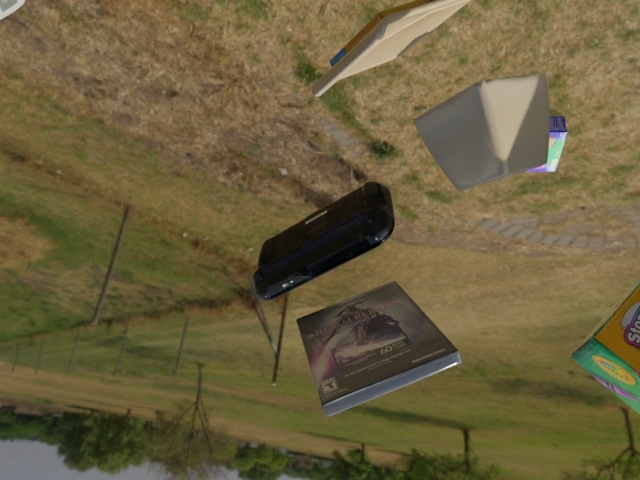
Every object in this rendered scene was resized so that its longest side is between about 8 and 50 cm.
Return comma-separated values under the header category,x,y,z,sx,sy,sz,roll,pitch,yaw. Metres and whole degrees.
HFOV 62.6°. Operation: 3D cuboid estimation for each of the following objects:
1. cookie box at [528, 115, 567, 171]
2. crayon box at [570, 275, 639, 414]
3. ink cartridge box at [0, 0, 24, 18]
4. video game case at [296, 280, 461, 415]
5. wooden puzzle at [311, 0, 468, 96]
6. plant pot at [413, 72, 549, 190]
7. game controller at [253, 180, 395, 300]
category,x,y,z,sx,sy,sz,roll,pitch,yaw
cookie box,0.338,-0.157,0.867,0.107,0.040,0.092,2,144,12
crayon box,0.424,0.072,0.546,0.165,0.278,0.081,42,167,24
ink cartridge box,-0.452,-0.387,0.579,0.232,0.066,0.189,46,160,-5
video game case,0.072,0.152,0.821,0.196,0.026,0.274,-21,-161,-4
wooden puzzle,0.113,-0.326,0.836,0.044,0.238,0.221,59,153,-7
plant pot,0.188,-0.114,0.587,0.109,0.096,0.109,-15,179,-31
game controller,0.000,0.000,1.021,0.319,0.166,0.067,-28,118,24
